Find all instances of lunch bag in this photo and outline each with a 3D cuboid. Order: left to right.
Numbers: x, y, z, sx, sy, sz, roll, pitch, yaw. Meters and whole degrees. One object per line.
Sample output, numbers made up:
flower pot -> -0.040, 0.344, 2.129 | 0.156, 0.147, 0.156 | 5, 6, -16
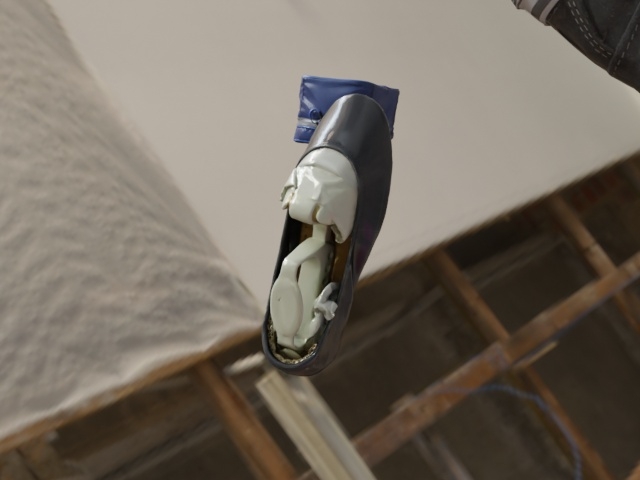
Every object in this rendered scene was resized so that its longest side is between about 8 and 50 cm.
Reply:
lunch bag -> 0.021, -0.098, 1.060 | 0.098, 0.067, 0.065 | -4, -79, -65

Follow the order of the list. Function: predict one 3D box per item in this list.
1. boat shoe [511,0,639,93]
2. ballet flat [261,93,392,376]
boat shoe -> 0.140, -0.126, 0.318 | 0.076, 0.228, 0.080 | 47, -154, 9
ballet flat -> 0.000, 0.000, 0.881 | 0.074, 0.203, 0.074 | 13, -168, -3
